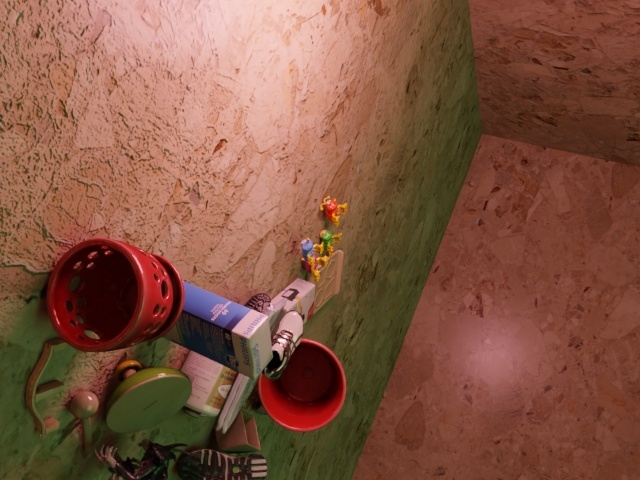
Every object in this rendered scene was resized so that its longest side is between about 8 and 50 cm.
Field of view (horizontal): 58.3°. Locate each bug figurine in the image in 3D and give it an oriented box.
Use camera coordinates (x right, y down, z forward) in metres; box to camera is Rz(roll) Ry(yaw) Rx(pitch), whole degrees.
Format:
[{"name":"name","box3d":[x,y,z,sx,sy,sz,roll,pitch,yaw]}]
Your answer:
[{"name":"bug figurine","box3d":[0.000,0.000,1.861,0.216,0.072,0.279,91,24,-47]}]

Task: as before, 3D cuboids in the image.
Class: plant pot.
[{"name":"plant pot","box3d":[-0.050,0.441,1.826,0.243,0.275,0.275,59,51,-85]},{"name":"plant pot","box3d":[-0.354,0.101,1.024,0.174,0.191,0.191,34,76,-74]},{"name":"plant pot","box3d":[-0.245,0.561,1.663,0.109,0.096,0.109,63,9,-58]}]

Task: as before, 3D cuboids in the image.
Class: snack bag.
[{"name":"snack bag","box3d":[-0.171,0.318,1.556,0.323,0.037,0.342,17,97,-86]}]

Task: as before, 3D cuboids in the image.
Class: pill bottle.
[{"name":"pill bottle","box3d":[-0.265,0.304,1.420,0.229,0.131,0.131,-66,156,-14]}]

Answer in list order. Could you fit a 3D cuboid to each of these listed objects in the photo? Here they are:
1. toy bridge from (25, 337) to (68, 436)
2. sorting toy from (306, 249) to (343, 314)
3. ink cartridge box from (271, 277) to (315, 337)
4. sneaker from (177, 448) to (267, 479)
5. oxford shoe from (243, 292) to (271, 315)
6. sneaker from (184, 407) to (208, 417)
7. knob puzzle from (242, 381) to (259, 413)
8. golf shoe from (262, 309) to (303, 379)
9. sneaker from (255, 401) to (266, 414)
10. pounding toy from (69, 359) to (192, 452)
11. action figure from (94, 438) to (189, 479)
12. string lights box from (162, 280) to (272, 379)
[{"name":"toy bridge","box3d":[-0.493,0.270,1.028,0.063,0.026,0.188,-12,117,-61]},{"name":"sorting toy","box3d":[0.007,0.149,2.034,0.208,0.038,0.193,-33,135,-49]},{"name":"ink cartridge box","box3d":[-0.092,0.220,1.812,0.175,0.072,0.127,-40,141,-52]},{"name":"sneaker","box3d":[-0.305,0.662,1.635,0.281,0.162,0.106,20,57,-36]},{"name":"oxford shoe","box3d":[-0.203,0.254,1.612,0.096,0.083,0.227,94,20,-75]},{"name":"sneaker","box3d":[-0.315,0.429,1.512,0.067,0.042,0.118,-64,163,-8]},{"name":"knob puzzle","box3d":[-0.225,0.489,1.767,0.213,0.030,0.213,-46,146,-44]},{"name":"golf shoe","box3d":[-0.098,0.279,1.542,0.094,0.077,0.198,90,20,-76]},{"name":"sneaker","box3d":[-0.177,0.527,1.854,0.158,0.061,0.065,111,-14,-68]},{"name":"pounding toy","box3d":[-0.400,0.315,1.205,0.237,0.110,0.183,-18,140,-27]},{"name":"action figure","box3d":[-0.413,0.485,1.181,0.276,0.141,0.164,-34,160,-32]},{"name":"string lights box","box3d":[-0.235,0.188,1.243,0.077,0.260,0.133,-48,147,-43]}]
